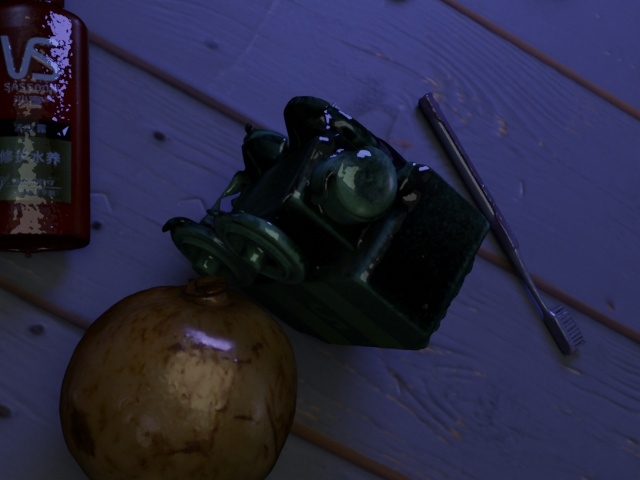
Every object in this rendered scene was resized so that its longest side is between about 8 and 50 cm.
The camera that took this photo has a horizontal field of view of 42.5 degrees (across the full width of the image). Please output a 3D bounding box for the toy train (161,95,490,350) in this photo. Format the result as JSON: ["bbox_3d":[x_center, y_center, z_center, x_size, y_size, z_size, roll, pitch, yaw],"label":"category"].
[{"bbox_3d":[0.000,0.000,0.780,0.238,0.299,0.167,39,71,-18],"label":"toy train"}]

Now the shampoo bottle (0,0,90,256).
[{"bbox_3d":[-0.295,-0.143,0.837,0.118,0.076,0.314,0,77,-13],"label":"shampoo bottle"}]

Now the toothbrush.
[{"bbox_3d":[0.216,-0.023,0.984,0.029,0.024,0.354,-28,86,-26],"label":"toothbrush"}]

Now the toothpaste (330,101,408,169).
[{"bbox_3d":[0.074,-0.081,0.950,0.193,0.045,0.071,42,70,-9],"label":"toothpaste"}]

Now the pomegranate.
[{"bbox_3d":[-0.125,0.129,0.739,0.215,0.215,0.216,4,76,-15],"label":"pomegranate"}]
